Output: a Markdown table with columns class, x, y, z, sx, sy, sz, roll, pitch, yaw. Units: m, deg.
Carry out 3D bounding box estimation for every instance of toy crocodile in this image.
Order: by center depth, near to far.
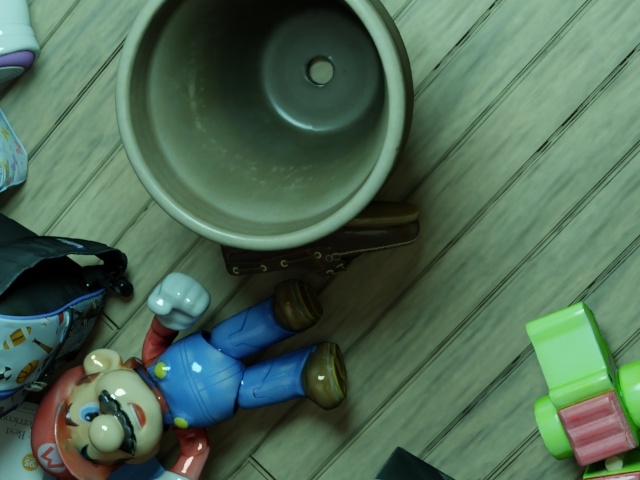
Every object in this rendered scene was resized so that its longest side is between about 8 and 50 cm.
| class | x | y | z | sx | sy | sz | roll | pitch | yaw |
| --- | --- | --- | --- | --- | --- | --- | --- | --- | --- |
| toy crocodile | 0.281 | 0.223 | 1.641 | 0.115 | 0.105 | 0.341 | -18 | 96 | 18 |

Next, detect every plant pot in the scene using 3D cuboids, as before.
| class | x | y | z | sx | sy | sz | roll | pitch | yaw |
| --- | --- | --- | --- | --- | --- | --- | --- | --- | --- |
| plant pot | -0.026 | -0.139 | 1.582 | 0.263 | 0.229 | 0.263 | 3 | 102 | 15 |

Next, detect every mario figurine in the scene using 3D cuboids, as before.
| class | x | y | z | sx | sy | sz | roll | pitch | yaw |
| --- | --- | --- | --- | --- | --- | --- | --- | --- | --- |
| mario figurine | -0.141 | 0.160 | 1.706 | 0.320 | 0.170 | 0.198 | -23 | 61 | 11 |

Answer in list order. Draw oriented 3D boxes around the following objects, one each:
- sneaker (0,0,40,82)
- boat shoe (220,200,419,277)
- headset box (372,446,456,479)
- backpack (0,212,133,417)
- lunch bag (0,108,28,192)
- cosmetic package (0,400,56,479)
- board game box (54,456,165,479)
| class | x | y | z | sx | sy | sz | roll | pitch | yaw |
| --- | --- | --- | --- | --- | --- | --- | --- | --- | --- |
| sneaker | -0.428 | -0.213 | 1.759 | 0.305 | 0.114 | 0.152 | -11 | 85 | 13 |
| boat shoe | 0.000 | 0.000 | 1.692 | 0.207 | 0.073 | 0.073 | -1 | 103 | 23 |
| headset box | 0.092 | 0.390 | 1.727 | 0.218 | 0.110 | 0.293 | 29 | 108 | 8 |
| backpack | -0.364 | 0.058 | 1.694 | 0.276 | 0.263 | 0.213 | 25 | 98 | 9 |
| lunch bag | -0.336 | -0.088 | 1.764 | 0.053 | 0.071 | 0.083 | -32 | 93 | 18 |
| cosmetic package | -0.389 | 0.198 | 1.822 | 0.239 | 0.060 | 0.099 | 12 | 84 | 8 |
| board game box | -0.216 | 0.269 | 1.822 | 0.133 | 0.033 | 0.169 | -42 | 67 | 7 |
